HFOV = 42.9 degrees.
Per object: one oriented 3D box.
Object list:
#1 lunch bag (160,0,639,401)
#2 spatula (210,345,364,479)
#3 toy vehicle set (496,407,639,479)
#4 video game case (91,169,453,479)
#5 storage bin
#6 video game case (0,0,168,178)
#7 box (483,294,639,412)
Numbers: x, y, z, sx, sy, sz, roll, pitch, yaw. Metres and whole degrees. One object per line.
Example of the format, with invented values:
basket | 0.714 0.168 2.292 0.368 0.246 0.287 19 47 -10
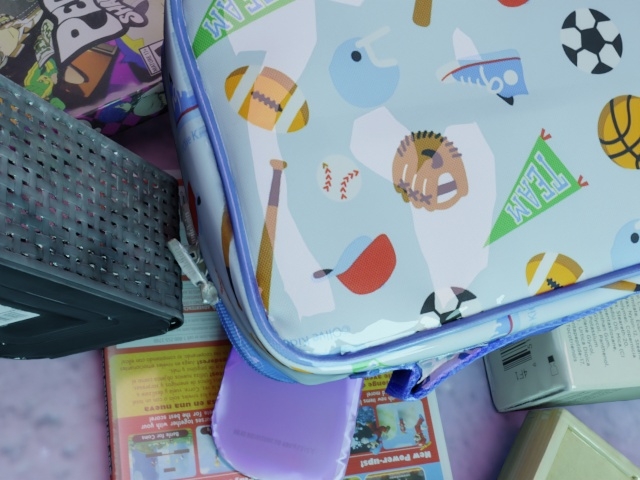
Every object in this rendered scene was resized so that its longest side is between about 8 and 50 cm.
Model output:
lunch bag | 0.064 -0.051 0.437 0.303 0.115 0.243 -14 83 -16
spatula | 0.000 0.000 0.511 0.084 0.030 0.297 15 65 -10
toy vehicle set | 0.138 0.253 0.466 0.166 0.035 0.267 40 62 -11
video game case | -0.027 0.089 0.499 0.204 0.025 0.285 -2 70 -19
storage bin | -0.160 -0.002 0.394 0.122 0.180 0.084 -14 67 22
video game case | -0.200 -0.154 0.500 0.210 0.042 0.232 -25 75 -11
box | 0.251 0.050 0.567 0.275 0.094 0.113 0 69 -19
